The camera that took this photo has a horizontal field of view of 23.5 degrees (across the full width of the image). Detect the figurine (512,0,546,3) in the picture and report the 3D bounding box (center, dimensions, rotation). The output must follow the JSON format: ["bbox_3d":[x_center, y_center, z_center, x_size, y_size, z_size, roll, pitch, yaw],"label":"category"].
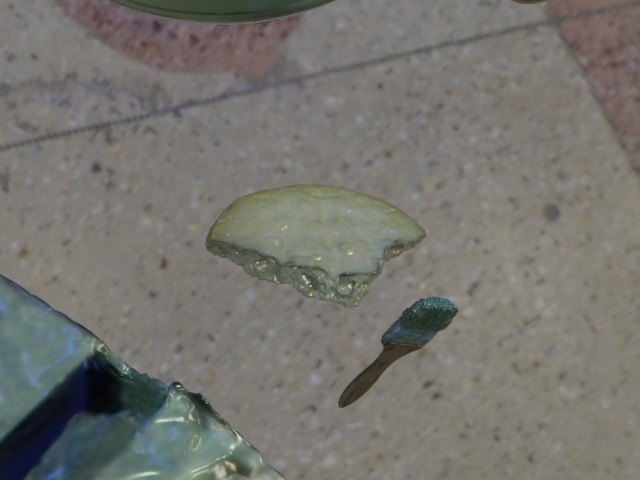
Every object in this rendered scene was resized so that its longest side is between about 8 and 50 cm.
[{"bbox_3d":[0.260,-0.431,1.996,0.167,0.285,0.342,-33,50,-7],"label":"figurine"}]

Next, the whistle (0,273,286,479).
[{"bbox_3d":[-0.160,0.136,0.839,0.405,0.188,0.168,48,65,-10],"label":"whistle"}]

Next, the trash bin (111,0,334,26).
[{"bbox_3d":[-0.066,-0.344,0.969,0.280,0.432,0.280,-1,50,1],"label":"trash bin"}]

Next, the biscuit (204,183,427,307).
[{"bbox_3d":[0.000,0.000,1.716,0.265,0.040,0.188,-6,43,-26],"label":"biscuit"}]

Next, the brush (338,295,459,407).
[{"bbox_3d":[0.076,0.129,1.709,0.070,0.196,0.021,7,44,-42],"label":"brush"}]
